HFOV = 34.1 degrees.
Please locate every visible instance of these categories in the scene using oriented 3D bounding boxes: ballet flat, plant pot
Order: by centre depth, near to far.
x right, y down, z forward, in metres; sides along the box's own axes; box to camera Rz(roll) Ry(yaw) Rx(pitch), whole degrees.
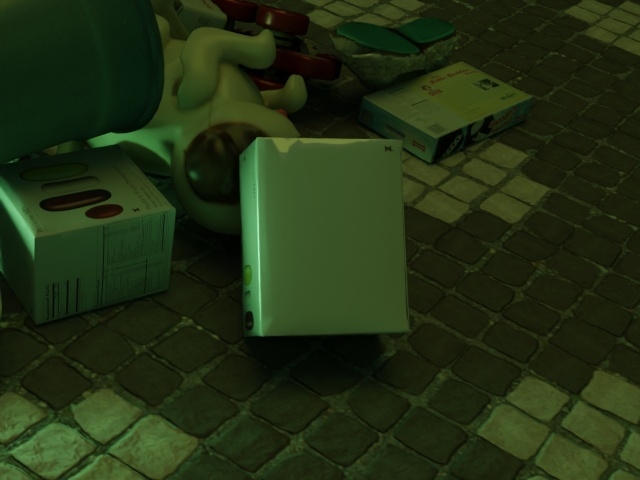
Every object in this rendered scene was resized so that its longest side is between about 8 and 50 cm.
[{"bbox_3d":[-0.446,-0.244,1.403,0.341,0.341,0.334,33,47,29],"label":"plant pot"},{"bbox_3d":[0.151,-0.360,2.083,0.147,0.147,0.409,31,29,27],"label":"ballet flat"}]

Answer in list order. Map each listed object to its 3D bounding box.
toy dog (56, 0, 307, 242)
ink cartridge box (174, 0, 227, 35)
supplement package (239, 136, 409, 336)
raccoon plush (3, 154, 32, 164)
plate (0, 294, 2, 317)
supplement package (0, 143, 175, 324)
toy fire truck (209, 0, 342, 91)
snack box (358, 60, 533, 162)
[{"bbox_3d":[-0.202,-0.182,1.633,0.395,0.284,0.408,-39,58,-15],"label":"toy dog"},{"bbox_3d":[-0.336,-0.427,1.890,0.273,0.114,0.197,6,31,-43],"label":"ink cartridge box"},{"bbox_3d":[0.000,0.000,1.423,0.204,0.262,0.145,0,-6,-14],"label":"supplement package"},{"bbox_3d":[-0.604,-0.291,1.640,0.299,0.216,0.446,-24,86,-43],"label":"raccoon plush"},{"bbox_3d":[-0.547,0.056,1.324,0.278,0.045,0.277,-22,40,-3],"label":"plate"},{"bbox_3d":[-0.342,-0.016,1.477,0.203,0.149,0.194,-15,41,-32],"label":"supplement package"},{"bbox_3d":[-0.088,-0.368,2.034,0.302,0.169,0.254,21,16,31],"label":"toy fire truck"},{"bbox_3d":[0.250,-0.259,2.053,0.187,0.060,0.322,35,41,31],"label":"snack box"}]
